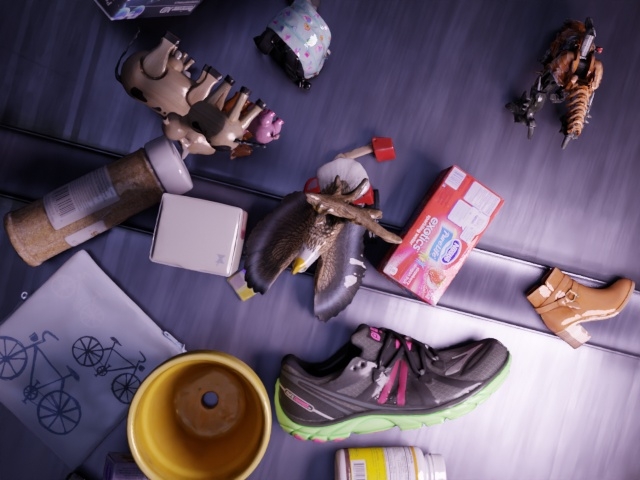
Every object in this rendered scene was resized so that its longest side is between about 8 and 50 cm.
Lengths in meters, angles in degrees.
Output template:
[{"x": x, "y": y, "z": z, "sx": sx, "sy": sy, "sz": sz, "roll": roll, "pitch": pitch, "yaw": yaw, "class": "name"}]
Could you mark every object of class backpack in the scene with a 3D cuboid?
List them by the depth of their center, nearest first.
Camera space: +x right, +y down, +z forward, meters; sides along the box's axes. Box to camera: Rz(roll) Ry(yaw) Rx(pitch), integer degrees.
[{"x": -0.049, "y": -0.391, "z": 1.481, "sx": 0.152, "sy": 0.182, "sz": 0.115, "roll": 40, "pitch": 88, "yaw": -1, "class": "backpack"}]

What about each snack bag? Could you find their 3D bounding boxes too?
[{"x": -0.493, "y": 0.232, "z": 1.524, "sx": 0.323, "sy": 0.037, "sz": 0.342, "roll": 45, "pitch": 88, "yaw": -2, "class": "snack bag"}]

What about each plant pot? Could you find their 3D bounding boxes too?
[{"x": -0.219, "y": 0.324, "z": 1.435, "sx": 0.253, "sy": 0.239, "sz": 0.254, "roll": 0, "pitch": 89, "yaw": -3, "class": "plant pot"}]

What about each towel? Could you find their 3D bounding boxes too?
[{"x": -0.143, "y": 0.081, "z": 1.556, "sx": 0.083, "sy": 0.009, "sz": 0.060, "roll": -32, "pitch": 90, "yaw": -3, "class": "towel"}]

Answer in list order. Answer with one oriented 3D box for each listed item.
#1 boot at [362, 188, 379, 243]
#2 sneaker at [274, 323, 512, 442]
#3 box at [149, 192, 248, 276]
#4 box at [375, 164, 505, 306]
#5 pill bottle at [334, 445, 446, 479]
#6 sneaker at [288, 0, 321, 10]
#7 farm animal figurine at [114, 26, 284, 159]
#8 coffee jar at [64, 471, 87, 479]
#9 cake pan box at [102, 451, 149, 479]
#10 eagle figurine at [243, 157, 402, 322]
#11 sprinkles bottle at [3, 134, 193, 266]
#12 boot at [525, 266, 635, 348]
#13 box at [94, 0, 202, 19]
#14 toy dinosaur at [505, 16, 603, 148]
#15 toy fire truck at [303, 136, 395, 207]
[{"x": 0.070, "y": -0.048, "z": 1.554, "sx": 0.099, "sy": 0.045, "sz": 0.121, "roll": 3, "pitch": 89, "yaw": 1, "class": "boot"}, {"x": 0.144, "y": 0.257, "z": 1.485, "sx": 0.482, "sy": 0.185, "sz": 0.203, "roll": -11, "pitch": 94, "yaw": -4, "class": "sneaker"}, {"x": -0.224, "y": -0.011, "z": 1.441, "sx": 0.148, "sy": 0.232, "sz": 0.127, "roll": 11, "pitch": 90, "yaw": -3, "class": "box"}, {"x": 0.236, "y": -0.009, "z": 1.521, "sx": 0.128, "sy": 0.122, "sz": 0.257, "roll": 34, "pitch": 88, "yaw": -2, "class": "box"}, {"x": 0.138, "y": 0.472, "z": 1.514, "sx": 0.214, "sy": 0.117, "sz": 0.117, "roll": -1, "pitch": 89, "yaw": -3, "class": "pill bottle"}, {"x": -0.041, "y": -0.625, "z": 1.514, "sx": 0.139, "sy": 0.125, "sz": 0.341, "roll": -16, "pitch": 93, "yaw": -11, "class": "sneaker"}, {"x": -0.239, "y": -0.242, "z": 1.398, "sx": 0.326, "sy": 0.330, "sz": 0.172, "roll": 38, "pitch": 92, "yaw": -3, "class": "farm animal figurine"}, {"x": -0.444, "y": 0.546, "z": 1.500, "sx": 0.184, "sy": 0.079, "sz": 0.096, "roll": 33, "pitch": 89, "yaw": -3, "class": "coffee jar"}, {"x": -0.302, "y": 0.543, "z": 1.466, "sx": 0.266, "sy": 0.070, "sz": 0.246, "roll": 13, "pitch": 89, "yaw": -31, "class": "cake pan box"}, {"x": -0.008, "y": 0.005, "z": 1.465, "sx": 0.225, "sy": 0.298, "sz": 0.226, "roll": -17, "pitch": 67, "yaw": -28, "class": "eagle figurine"}, {"x": -0.433, "y": -0.079, "z": 1.488, "sx": 0.355, "sy": 0.121, "sz": 0.121, "roll": -27, "pitch": 91, "yaw": -3, "class": "sprinkles bottle"}, {"x": 0.537, "y": 0.108, "z": 1.564, "sx": 0.197, "sy": 0.073, "sz": 0.152, "roll": -43, "pitch": 88, "yaw": -5, "class": "boot"}, {"x": -0.245, "y": -0.606, "z": 1.344, "sx": 0.395, "sy": 0.293, "sz": 0.212, "roll": -38, "pitch": 92, "yaw": 27, "class": "box"}, {"x": 0.476, "y": -0.311, "z": 1.483, "sx": 0.164, "sy": 0.218, "sz": 0.322, "roll": 31, "pitch": 46, "yaw": 12, "class": "toy dinosaur"}, {"x": 0.058, "y": -0.134, "z": 1.541, "sx": 0.191, "sy": 0.047, "sz": 0.135, "roll": -6, "pitch": 66, "yaw": 11, "class": "toy fire truck"}]
